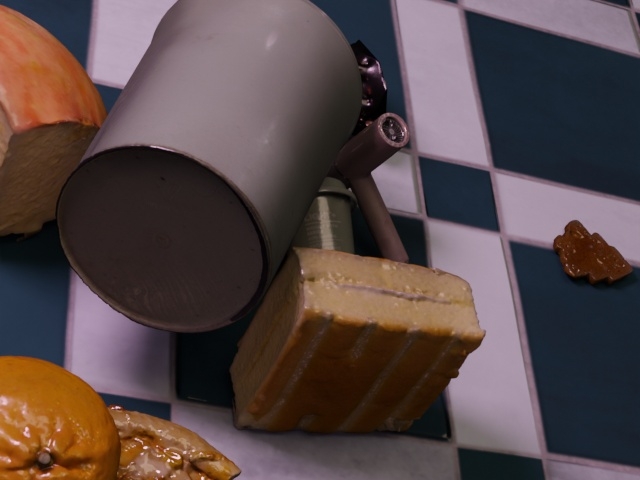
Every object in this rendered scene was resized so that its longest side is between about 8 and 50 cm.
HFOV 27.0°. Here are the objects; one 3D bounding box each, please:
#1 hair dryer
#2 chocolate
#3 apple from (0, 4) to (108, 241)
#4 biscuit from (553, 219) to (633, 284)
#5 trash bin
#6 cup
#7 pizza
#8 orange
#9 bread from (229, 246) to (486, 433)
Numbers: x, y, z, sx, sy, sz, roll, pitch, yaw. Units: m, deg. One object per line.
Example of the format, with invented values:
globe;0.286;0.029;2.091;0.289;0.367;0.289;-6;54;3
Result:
hair dryer;0.087;-0.035;1.787;0.054;0.195;0.220;-25;82;-40
chocolate;0.007;-0.204;1.917;0.133;0.156;0.156;-14;59;-16
apple;-0.416;-0.170;1.623;0.252;0.314;0.309;-37;71;1
biscuit;0.407;0.028;1.991;0.130;0.019;0.119;23;46;-7
trash bin;-0.118;-0.117;1.570;0.280;0.280;0.432;27;37;-4
cup;0.000;0.000;1.748;0.120;0.120;0.141;0;61;-27
pizza;-0.195;0.261;1.467;0.182;0.062;0.161;34;51;1
orange;-0.312;0.224;1.356;0.219;0.193;0.219;26;44;-29
bread;0.038;0.133;1.569;0.239;0.246;0.111;10;47;-23
